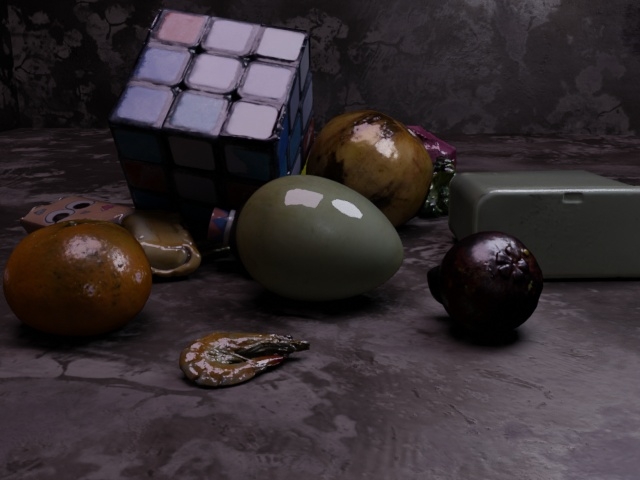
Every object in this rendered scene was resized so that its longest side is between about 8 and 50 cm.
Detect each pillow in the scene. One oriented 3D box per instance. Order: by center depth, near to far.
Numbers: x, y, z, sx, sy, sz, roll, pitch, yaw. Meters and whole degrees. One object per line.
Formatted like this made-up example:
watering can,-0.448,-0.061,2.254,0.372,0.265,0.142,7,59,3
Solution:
pillow,-0.281,0.006,1.628,0.113,0.038,0.203,-19,23,-41

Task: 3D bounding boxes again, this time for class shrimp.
shrimp,-0.104,0.163,1.056,0.190,0.042,0.101,-6,37,-22

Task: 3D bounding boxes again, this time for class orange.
orange,-0.385,0.054,1.208,0.240,0.171,0.240,0,16,0

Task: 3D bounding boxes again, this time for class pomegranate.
pomegranate,0.118,-0.165,1.791,0.322,0.322,0.322,-1,15,0

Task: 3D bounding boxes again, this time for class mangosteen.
mangosteen,0.253,0.071,1.181,0.172,0.172,0.184,-14,-6,-40

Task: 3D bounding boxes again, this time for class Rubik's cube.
Rubik's cube,-0.218,-0.241,1.643,0.363,0.359,0.362,9,59,8

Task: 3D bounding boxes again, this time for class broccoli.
broccoli,0.305,-0.147,1.931,0.167,0.160,0.154,-29,66,-25

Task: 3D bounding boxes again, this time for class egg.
egg,0.000,0.000,1.308,0.295,0.218,0.218,9,15,-3

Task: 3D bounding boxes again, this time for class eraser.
eraser,-0.516,-0.033,1.681,0.290,0.087,0.171,12,30,38

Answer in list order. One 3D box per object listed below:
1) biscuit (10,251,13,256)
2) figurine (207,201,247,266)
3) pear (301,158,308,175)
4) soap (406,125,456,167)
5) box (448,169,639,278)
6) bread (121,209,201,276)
biscuit,-0.465,0.031,1.400,0.212,0.036,0.212,-10,-13,-2
figurine,-0.084,-0.020,1.491,0.275,0.158,0.161,-6,7,-20
pear,-0.137,-0.178,2.153,0.288,0.139,0.239,0,24,8
soap,0.213,-0.214,2.106,0.324,0.220,0.127,4,7,17
box,0.456,-0.045,1.552,0.352,0.177,0.344,-1,12,-1
bread,-0.324,0.007,1.512,0.134,0.081,0.225,1,27,-22
